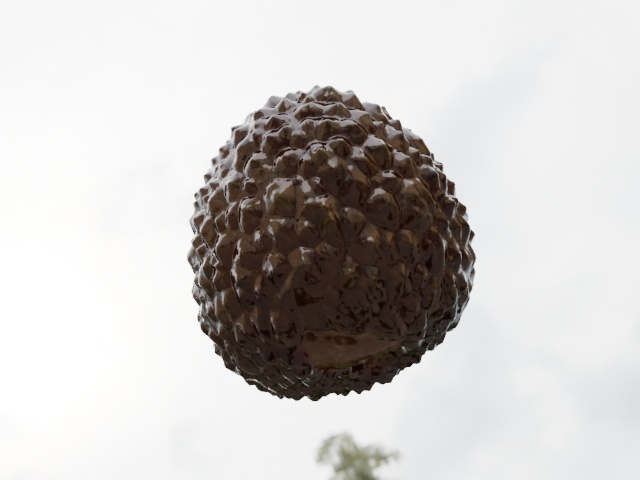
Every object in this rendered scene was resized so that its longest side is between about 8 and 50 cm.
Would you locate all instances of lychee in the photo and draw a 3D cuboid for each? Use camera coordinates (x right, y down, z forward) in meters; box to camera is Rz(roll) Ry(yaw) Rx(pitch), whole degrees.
[{"bbox_3d":[0.000,0.000,1.053,0.188,0.188,0.188,-14,-39,-12],"label":"lychee"}]
